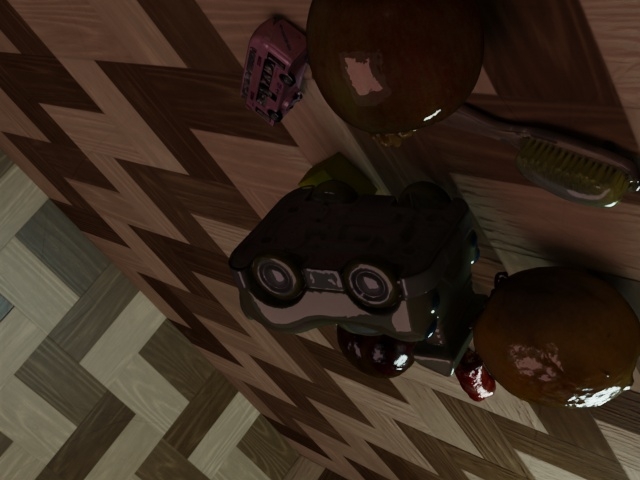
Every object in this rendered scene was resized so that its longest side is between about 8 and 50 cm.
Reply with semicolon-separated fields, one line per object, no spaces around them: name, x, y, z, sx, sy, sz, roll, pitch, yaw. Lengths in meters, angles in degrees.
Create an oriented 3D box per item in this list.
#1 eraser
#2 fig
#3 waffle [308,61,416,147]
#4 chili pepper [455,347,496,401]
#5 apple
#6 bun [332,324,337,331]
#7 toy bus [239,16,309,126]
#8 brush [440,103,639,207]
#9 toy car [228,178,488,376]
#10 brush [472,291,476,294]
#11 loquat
eraser;0.029;-0.089;1.574;0.097;0.045;0.122;41;159;-10
fig;0.140;0.221;1.963;0.170;0.145;0.274;20;167;33
waffle;0.059;-0.199;1.267;0.191;0.038;0.191;39;163;15
chili pepper;0.304;0.269;1.870;0.073;0.070;0.123;2;140;33
apple;0.077;-0.213;1.006;0.188;0.188;0.174;23;151;36
bun;0.049;0.147;2.026;0.115;0.069;0.115;-25;-90;-89
toy bus;-0.064;-0.243;1.370;0.090;0.063;0.203;39;159;5
brush;0.235;-0.111;1.150;0.313;0.067;0.072;27;159;33
toy car;0.063;0.056;1.435;0.336;0.242;0.226;2;125;32
brush;0.175;0.054;1.666;0.248;0.036;0.043;30;156;39
loquat;0.335;0.141;1.338;0.238;0.193;0.238;28;166;8
